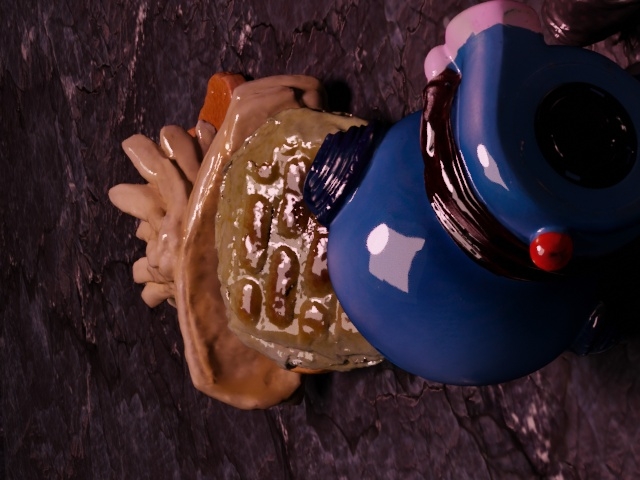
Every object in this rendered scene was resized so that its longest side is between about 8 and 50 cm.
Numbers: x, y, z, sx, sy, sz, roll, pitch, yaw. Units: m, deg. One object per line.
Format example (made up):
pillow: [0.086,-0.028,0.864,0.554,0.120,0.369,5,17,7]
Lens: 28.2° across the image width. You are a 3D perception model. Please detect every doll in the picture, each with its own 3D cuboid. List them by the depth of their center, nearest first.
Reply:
doll: [0.134,-0.017,0.993,0.240,0.284,0.310,-63,6,-26]

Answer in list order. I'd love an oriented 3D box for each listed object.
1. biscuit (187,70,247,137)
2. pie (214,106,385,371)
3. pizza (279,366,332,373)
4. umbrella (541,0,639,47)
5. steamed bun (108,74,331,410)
biscuit: [-0.137,-0.076,1.738,0.334,0.047,0.202,-57,47,52]
pie: [0.000,0.000,1.336,0.306,0.071,0.306,6,102,30]
pizza: [0.025,0.068,1.423,0.127,0.058,0.246,41,125,29]
umbrella: [0.235,-0.223,0.856,0.094,0.090,0.326,-65,6,-23]
steamed bun: [-0.121,-0.005,1.529,0.189,0.247,0.428,-121,30,-61]
